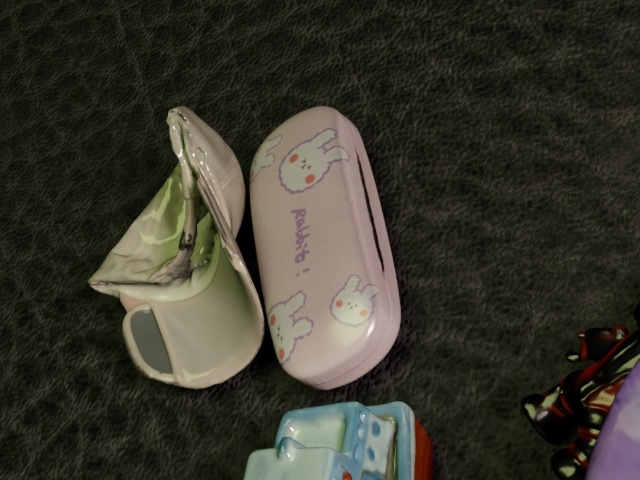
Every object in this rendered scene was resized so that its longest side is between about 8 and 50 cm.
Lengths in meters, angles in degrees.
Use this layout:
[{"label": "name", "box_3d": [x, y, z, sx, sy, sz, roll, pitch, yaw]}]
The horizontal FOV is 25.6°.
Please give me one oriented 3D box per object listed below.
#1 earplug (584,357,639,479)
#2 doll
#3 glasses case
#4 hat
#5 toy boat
[{"label": "earplug", "box_3d": [0.370, 0.197, 0.730, 0.456, 0.215, 0.215, 23, 77, 43]}, {"label": "doll", "box_3d": [0.254, 0.073, 1.005, 0.249, 0.088, 0.127, -48, 62, 14]}, {"label": "glasses case", "box_3d": [0.000, 0.000, 1.263, 0.113, 0.075, 0.297, -32, 46, 22]}, {"label": "hat", "box_3d": [-0.103, 0.009, 1.323, 0.226, 0.164, 0.219, 44, 125, 17]}, {"label": "toy boat", "box_3d": [-0.009, 0.271, 1.035, 0.145, 0.133, 0.332, -10, 55, 33]}]
